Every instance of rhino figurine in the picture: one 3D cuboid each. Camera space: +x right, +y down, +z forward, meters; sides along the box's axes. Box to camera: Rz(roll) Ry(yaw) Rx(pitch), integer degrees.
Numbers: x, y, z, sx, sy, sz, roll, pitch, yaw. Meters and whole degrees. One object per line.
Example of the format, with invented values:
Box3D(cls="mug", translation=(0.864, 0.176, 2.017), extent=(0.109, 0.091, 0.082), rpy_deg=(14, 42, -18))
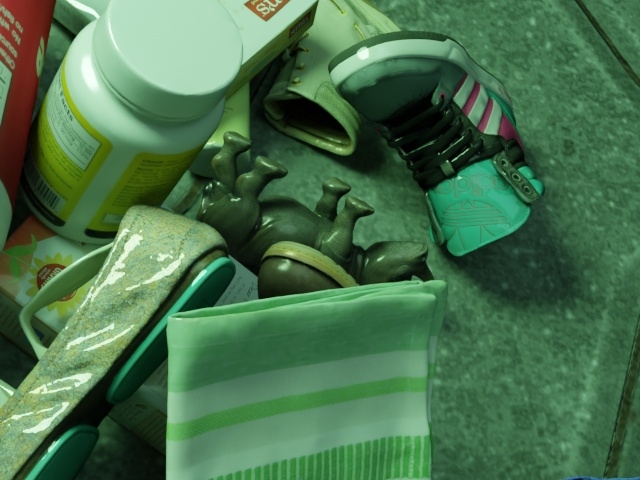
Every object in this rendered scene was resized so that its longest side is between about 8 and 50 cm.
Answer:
Box3D(cls="rhino figurine", translation=(0.000, 0.000, 1.112), extent=(0.243, 0.106, 0.073), rpy_deg=(24, 16, -20))

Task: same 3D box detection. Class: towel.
Box3D(cls="towel", translation=(-0.004, 0.198, 0.907), extent=(0.248, 0.038, 0.324), rpy_deg=(-7, 104, -38))

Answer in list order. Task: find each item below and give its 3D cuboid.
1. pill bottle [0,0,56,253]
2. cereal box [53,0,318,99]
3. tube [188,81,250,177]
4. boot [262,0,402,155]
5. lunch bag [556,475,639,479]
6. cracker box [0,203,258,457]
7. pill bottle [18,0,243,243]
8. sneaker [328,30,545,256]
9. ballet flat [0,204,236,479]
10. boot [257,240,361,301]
Box3D(cls="pill bottle", translation=(-0.321, -0.099, 0.882), extent=(0.229, 0.229, 0.407), rpy_deg=(18, 56, -22))
Box3D(cls="cereal box", translation=(-0.145, -0.231, 1.128), extent=(0.240, 0.047, 0.173), rpy_deg=(38, 61, 12))
Box3D(cls="tube", translation=(-0.102, -0.176, 1.167), extent=(0.070, 0.062, 0.240), rpy_deg=(8, 61, -21))
Box3D(cls="boot", translation=(-0.025, -0.194, 1.221), extent=(0.213, 0.077, 0.165), rpy_deg=(35, 53, -10))
Box3D(cls="lunch bag", translation=(0.282, 0.354, 0.982), extent=(0.328, 0.239, 0.385), rpy_deg=(0, 41, -30))
Box3D(cls="cracker box", translation=(-0.146, 0.057, 1.005), extent=(0.232, 0.067, 0.155), rpy_deg=(38, 52, -6))
Box3D(cls="pill bottle", translation=(-0.142, -0.093, 0.914), extent=(0.119, 0.208, 0.119), rpy_deg=(14, 57, -23))
Box3D(cls="sneaker", translation=(0.120, -0.078, 1.179), extent=(0.295, 0.124, 0.178), rpy_deg=(14, 55, -55))
Box3D(cls="ballet flat", translation=(-0.191, 0.104, 0.891), extent=(0.106, 0.107, 0.316), rpy_deg=(36, 77, 13))
Box3D(cls="boot", translation=(-0.025, 0.148, 0.940), extent=(0.090, 0.248, 0.207), rpy_deg=(9, 48, 27))
